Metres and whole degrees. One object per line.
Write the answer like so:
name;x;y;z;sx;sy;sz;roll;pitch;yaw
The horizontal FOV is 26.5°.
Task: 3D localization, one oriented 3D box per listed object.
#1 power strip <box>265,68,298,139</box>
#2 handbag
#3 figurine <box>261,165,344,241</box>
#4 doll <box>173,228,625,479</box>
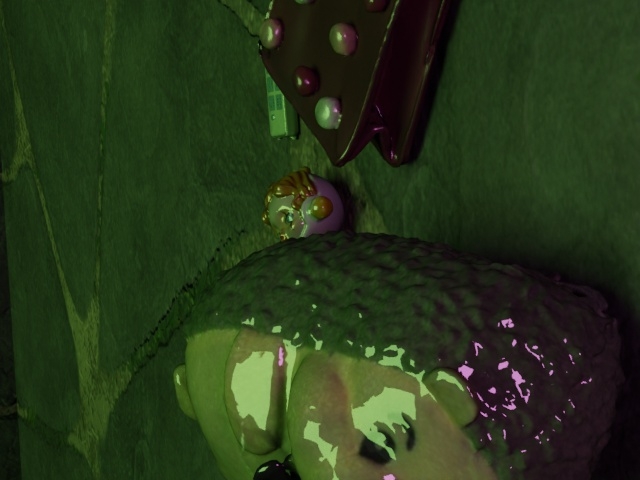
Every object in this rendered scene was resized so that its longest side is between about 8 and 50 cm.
power strip;-0.037;-0.141;1.303;0.040;0.016;0.090;-176;81;-66
handbag;0.023;-0.187;1.083;0.203;0.074;0.216;-121;34;-43
figurine;0.002;-0.001;1.197;0.143;0.068;0.101;43;140;39
doll;0.043;0.111;0.928;0.349;0.247;0.247;-7;89;53
